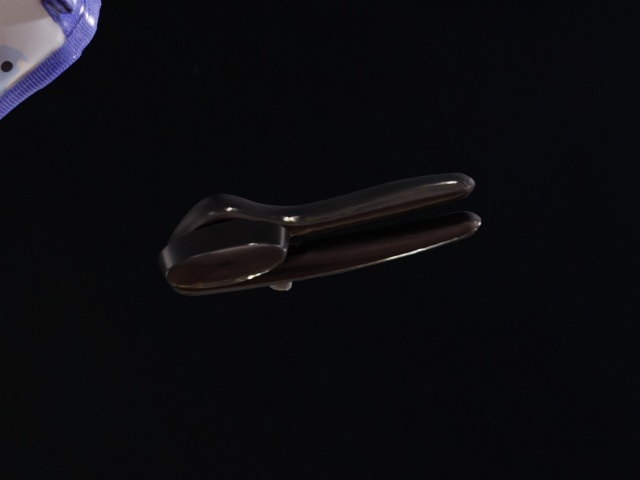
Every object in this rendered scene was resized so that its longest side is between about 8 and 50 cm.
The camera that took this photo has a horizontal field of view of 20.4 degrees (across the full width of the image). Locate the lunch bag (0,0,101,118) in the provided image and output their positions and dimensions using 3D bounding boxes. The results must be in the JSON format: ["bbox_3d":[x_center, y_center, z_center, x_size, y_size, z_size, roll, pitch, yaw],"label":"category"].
[{"bbox_3d":[-0.362,-0.164,0.995,0.385,0.239,0.328,-19,-42,20],"label":"lunch bag"}]

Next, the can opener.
[{"bbox_3d":[0.000,0.000,1.005,0.186,0.073,0.059,-9,-53,-7],"label":"can opener"}]
